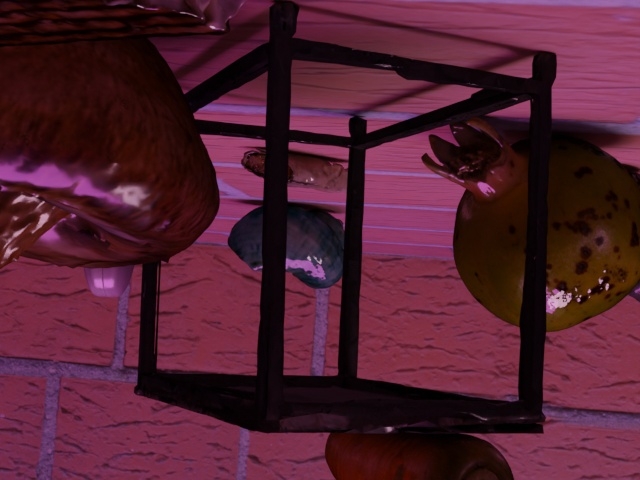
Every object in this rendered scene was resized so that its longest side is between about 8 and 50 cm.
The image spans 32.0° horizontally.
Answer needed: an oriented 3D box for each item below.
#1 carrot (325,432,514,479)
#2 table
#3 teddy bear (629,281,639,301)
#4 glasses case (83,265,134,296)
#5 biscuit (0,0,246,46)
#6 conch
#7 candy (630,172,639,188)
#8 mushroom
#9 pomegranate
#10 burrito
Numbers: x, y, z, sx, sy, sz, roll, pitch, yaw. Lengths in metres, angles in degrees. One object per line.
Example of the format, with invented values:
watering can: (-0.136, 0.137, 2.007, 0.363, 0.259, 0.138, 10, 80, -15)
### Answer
carrot: (0.068, 0.177, 0.819, 0.087, 0.087, 0.193, 6, 173, -23)
table: (0.000, 0.000, 0.890, 0.222, 0.272, 0.335, 5, 175, -23)
teddy bear: (0.462, -0.001, 1.418, 0.144, 0.171, 0.251, 44, 171, -2)
glasses case: (-0.169, -0.050, 0.920, 0.049, 0.194, 0.074, 4, 169, -4)
biscuit: (-0.141, -0.129, 0.424, 0.252, 0.106, 0.070, 3, 177, 25)
conch: (-0.035, 0.001, 1.968, 0.196, 0.134, 0.202, 47, -158, 23)
candy: (0.338, -0.057, 1.289, 0.094, 0.051, 0.226, 5, 177, 35)
mushroom: (-0.219, -0.066, 0.745, 0.283, 0.195, 0.263, -11, 172, -15)
pomegranate: (0.199, -0.018, 1.098, 0.245, 0.198, 0.198, 18, 174, -7)
burrito: (-0.022, -0.083, 1.353, 0.149, 0.041, 0.055, 8, -172, -36)
